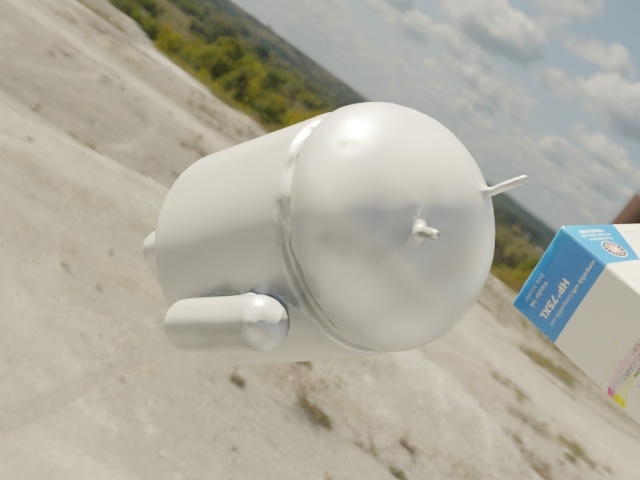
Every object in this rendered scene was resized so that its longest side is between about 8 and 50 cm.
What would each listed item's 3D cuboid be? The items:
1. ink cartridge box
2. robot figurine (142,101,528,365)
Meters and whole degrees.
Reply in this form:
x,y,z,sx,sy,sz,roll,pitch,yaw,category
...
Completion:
x,y,z,sx,sy,sz,roll,pitch,yaw,category
0.266,0.085,0.704,0.134,0.078,0.231,-2,38,-44,ink cartridge box
0.000,0.000,0.846,0.353,0.300,0.199,-12,-65,46,robot figurine
